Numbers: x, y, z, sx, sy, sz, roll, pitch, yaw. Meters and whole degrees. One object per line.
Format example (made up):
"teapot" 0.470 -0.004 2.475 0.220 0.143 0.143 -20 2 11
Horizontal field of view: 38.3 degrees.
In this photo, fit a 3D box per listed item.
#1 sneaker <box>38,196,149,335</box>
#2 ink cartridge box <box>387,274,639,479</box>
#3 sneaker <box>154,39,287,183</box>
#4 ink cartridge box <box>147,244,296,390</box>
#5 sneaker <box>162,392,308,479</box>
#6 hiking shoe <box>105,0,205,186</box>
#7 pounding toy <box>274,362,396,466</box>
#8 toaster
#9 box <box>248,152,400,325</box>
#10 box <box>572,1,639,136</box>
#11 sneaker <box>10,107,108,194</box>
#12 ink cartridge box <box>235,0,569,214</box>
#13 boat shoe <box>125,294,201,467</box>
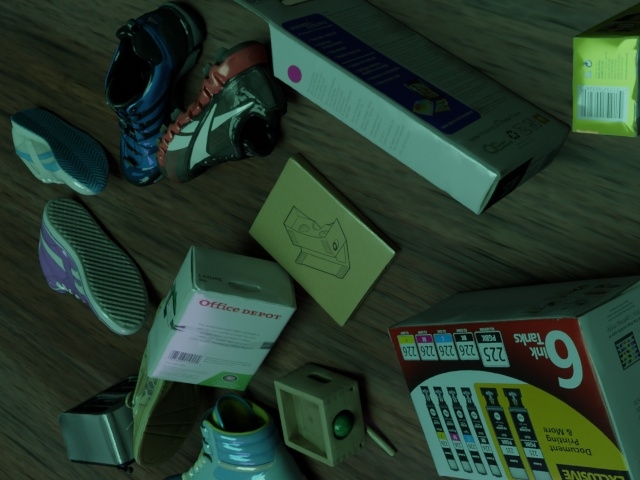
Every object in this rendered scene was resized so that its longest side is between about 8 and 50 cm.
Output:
"sneaker" -0.402 0.073 1.617 0.282 0.102 0.161 54 138 20
"ink cartridge box" 0.255 0.195 1.049 0.309 0.130 0.272 -13 98 57
"sneaker" -0.137 -0.147 1.286 0.135 0.098 0.276 54 132 9
"ink cartridge box" -0.151 0.120 1.376 0.092 0.160 0.219 -100 31 -43
"sneaker" -0.175 0.357 1.544 0.319 0.127 0.208 -14 103 32
"hiking shoe" -0.269 -0.202 1.344 0.113 0.132 0.304 34 128 22
"pounding toy" 0.022 0.263 1.367 0.141 0.100 0.130 12 117 47
"toaster" -0.345 0.321 1.631 0.186 0.168 0.110 -7 105 42
"box" 0.000 0.000 1.297 0.201 0.021 0.164 45 131 15
"box" 0.295 -0.164 0.832 0.058 0.232 0.087 9 117 33
"sneaker" -0.433 -0.135 1.552 0.229 0.087 0.092 37 136 29
"ink cartridge box" 0.082 -0.178 1.038 0.371 0.176 0.069 39 131 19
"boat shoe" -0.255 0.233 1.529 0.089 0.104 0.285 20 93 42
